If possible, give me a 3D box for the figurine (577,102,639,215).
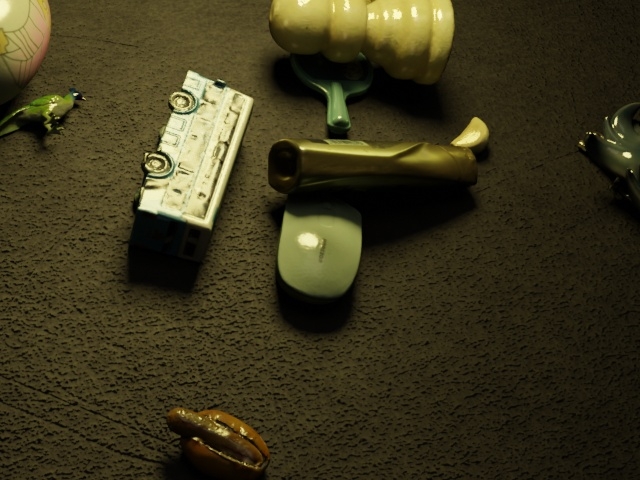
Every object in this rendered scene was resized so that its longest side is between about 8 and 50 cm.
[{"bbox_3d":[0.560,-0.126,2.002,0.175,0.197,0.265,-43,76,-13],"label":"figurine"}]

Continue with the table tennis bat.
[{"bbox_3d":[0.022,-0.271,2.033,0.149,0.038,0.237,10,47,-15],"label":"table tennis bat"}]

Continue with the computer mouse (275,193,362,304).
[{"bbox_3d":[0.000,0.000,1.778,0.128,0.079,0.231,15,45,-9],"label":"computer mouse"}]

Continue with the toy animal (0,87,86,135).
[{"bbox_3d":[-0.438,-0.177,1.803,0.075,0.041,0.217,31,49,33],"label":"toy animal"}]

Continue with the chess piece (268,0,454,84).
[{"bbox_3d":[0.061,-0.364,2.014,0.300,0.167,0.167,8,50,-16],"label":"chess piece"}]

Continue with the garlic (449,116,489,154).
[{"bbox_3d":[0.258,-0.173,2.023,0.053,0.041,0.083,36,58,20],"label":"garlic"}]

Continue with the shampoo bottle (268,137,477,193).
[{"bbox_3d":[0.092,-0.117,1.872,0.350,0.125,0.084,-2,94,-32],"label":"shampoo bottle"}]

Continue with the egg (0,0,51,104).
[{"bbox_3d":[-0.502,-0.312,1.800,0.196,0.196,0.271,28,39,6],"label":"egg"}]

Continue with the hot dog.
[{"bbox_3d":[-0.131,0.257,1.533,0.140,0.060,0.090,30,45,13],"label":"hot dog"}]

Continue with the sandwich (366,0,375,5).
[{"bbox_3d":[0.024,-0.412,2.161,0.163,0.113,0.079,7,40,35],"label":"sandwich"}]

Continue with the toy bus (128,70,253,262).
[{"bbox_3d":[-0.195,-0.114,1.791,0.131,0.106,0.297,19,50,-5],"label":"toy bus"}]
